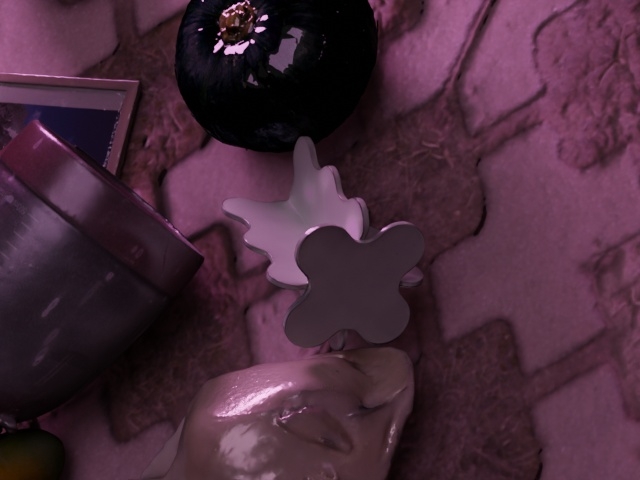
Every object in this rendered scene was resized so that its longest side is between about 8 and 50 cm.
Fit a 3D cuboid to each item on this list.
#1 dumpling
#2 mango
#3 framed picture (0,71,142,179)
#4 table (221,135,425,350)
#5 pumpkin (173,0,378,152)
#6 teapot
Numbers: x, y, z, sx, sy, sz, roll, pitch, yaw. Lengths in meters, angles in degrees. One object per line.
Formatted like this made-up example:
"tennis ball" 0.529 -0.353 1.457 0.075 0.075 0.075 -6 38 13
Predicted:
"dumpling" -0.053 0.214 1.717 0.318 0.187 0.243 -30 22 -15
"mango" -0.378 0.286 1.794 0.251 0.156 0.114 -27 87 -6
"framed picture" -0.327 -0.062 1.976 0.209 0.019 0.281 3 71 20
"table" 0.000 0.000 1.743 0.166 0.166 0.198 -39 35 2
"pumpkin" -0.047 -0.205 1.841 0.233 0.163 0.233 -18 56 28
"teapot" -0.333 0.038 1.805 0.315 0.233 0.312 39 88 32
